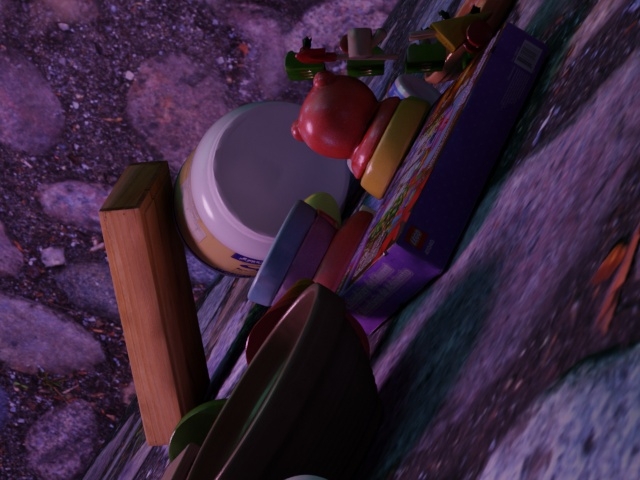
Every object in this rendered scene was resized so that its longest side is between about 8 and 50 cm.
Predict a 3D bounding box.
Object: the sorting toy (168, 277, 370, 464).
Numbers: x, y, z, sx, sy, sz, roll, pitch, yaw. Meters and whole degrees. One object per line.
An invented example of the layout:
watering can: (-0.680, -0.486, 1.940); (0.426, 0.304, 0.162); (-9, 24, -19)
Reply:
sorting toy: (-0.079, 0.168, 1.703); (0.365, 0.127, 0.126); (-54, 19, 27)

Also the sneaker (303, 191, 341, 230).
sneaker: (0.000, 0.000, 2.244); (0.094, 0.081, 0.208); (-44, 21, 39)

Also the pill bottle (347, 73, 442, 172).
pill bottle: (0.096, -0.138, 2.103); (0.137, 0.078, 0.078); (-55, 7, 25)

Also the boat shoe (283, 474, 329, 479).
boat shoe: (-0.058, 0.267, 1.269); (0.091, 0.109, 0.305); (-57, 8, -34)

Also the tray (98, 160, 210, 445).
tray: (-0.259, 0.100, 2.643); (0.203, 0.076, 0.411); (-72, -24, -65)

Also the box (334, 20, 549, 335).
box: (0.118, -0.061, 1.677); (0.293, 0.057, 0.201); (-62, 6, -29)

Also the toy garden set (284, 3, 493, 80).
toy garden set: (0.081, -0.219, 1.811); (0.204, 0.244, 0.049); (35, -129, -88)

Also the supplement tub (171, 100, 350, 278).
supplement tub: (-0.091, -0.077, 2.511); (0.241, 0.241, 0.331); (-60, 7, -13)

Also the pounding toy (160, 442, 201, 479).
pounding toy: (-0.133, 0.292, 1.614); (0.100, 0.130, 0.141); (-50, 11, 53)

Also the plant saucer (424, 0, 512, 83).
plant saucer: (0.204, -0.287, 2.159); (0.200, 0.037, 0.200); (-58, 7, 12)

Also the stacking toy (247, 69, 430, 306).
stacking toy: (0.011, -0.066, 1.937); (0.309, 0.130, 0.279); (-63, -2, 17)

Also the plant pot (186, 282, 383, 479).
plant pot: (-0.019, 0.164, 1.451); (0.237, 0.109, 0.237); (-58, 7, 11)
